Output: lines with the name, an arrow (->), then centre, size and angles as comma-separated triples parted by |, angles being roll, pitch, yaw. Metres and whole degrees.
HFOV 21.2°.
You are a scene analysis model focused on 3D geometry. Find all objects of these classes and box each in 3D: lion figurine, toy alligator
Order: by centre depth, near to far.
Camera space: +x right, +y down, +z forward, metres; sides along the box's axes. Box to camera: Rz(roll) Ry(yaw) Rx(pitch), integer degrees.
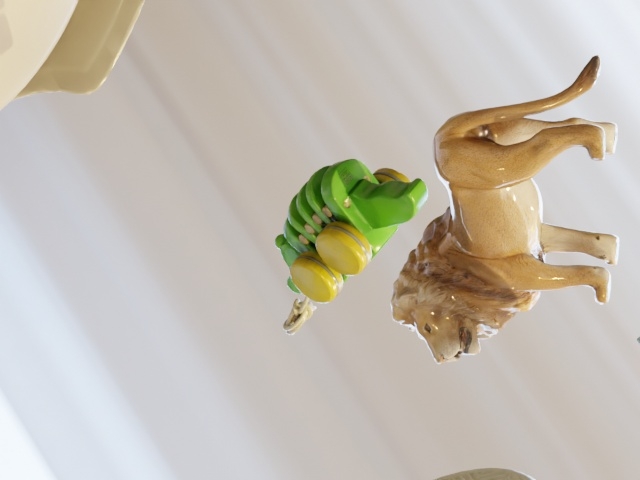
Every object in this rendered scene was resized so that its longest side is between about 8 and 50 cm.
toy alligator -> 0.000, 0.000, 0.902 | 0.056, 0.051, 0.189 | -48, 180, -31
lion figurine -> 0.181, -0.036, 1.760 | 0.142, 0.240, 0.392 | -69, 159, -46

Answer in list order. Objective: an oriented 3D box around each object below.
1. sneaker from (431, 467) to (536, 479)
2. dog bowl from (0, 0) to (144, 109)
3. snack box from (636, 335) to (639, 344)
sneaker -> 0.062, 0.314, 1.209 | 0.131, 0.148, 0.350 | 9, -138, 40
dog bowl -> -0.244, -0.173, 1.009 | 0.349, 0.102, 0.348 | -41, 150, -31
snack box -> 0.411, 0.218, 1.580 | 0.060, 0.187, 0.322 | -36, 132, 1
